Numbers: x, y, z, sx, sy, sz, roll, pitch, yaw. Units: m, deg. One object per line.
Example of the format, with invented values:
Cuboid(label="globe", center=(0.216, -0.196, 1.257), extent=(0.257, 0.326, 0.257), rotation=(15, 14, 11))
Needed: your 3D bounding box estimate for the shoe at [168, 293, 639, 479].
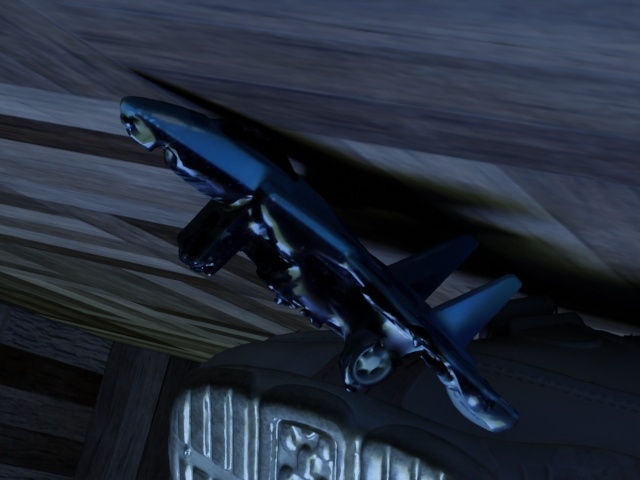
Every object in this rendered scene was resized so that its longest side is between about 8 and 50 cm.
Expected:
Cuboid(label="shoe", center=(0.097, 0.124, 0.859), extent=(0.351, 0.198, 0.172), rotation=(19, 129, 7))

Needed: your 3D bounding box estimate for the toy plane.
Cuboid(label="toy plane", center=(-0.005, 0.006, 0.696), extent=(0.246, 0.078, 0.169), rotation=(26, -165, -41))
